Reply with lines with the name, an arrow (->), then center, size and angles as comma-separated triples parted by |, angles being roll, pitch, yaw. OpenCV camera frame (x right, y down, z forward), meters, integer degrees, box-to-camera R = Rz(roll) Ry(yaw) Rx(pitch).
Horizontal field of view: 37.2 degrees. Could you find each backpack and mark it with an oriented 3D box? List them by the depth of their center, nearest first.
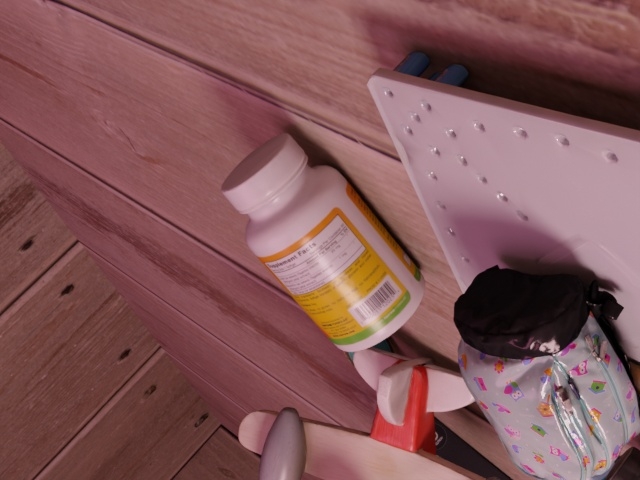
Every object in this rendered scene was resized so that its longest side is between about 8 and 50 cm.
backpack -> 0.198, 0.120, 0.824 | 0.182, 0.115, 0.152 | 60, 161, -20

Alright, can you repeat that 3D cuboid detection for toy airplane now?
toy airplane -> 0.092, 0.345, 1.323 | 0.384, 0.272, 0.386 | 53, 131, 2

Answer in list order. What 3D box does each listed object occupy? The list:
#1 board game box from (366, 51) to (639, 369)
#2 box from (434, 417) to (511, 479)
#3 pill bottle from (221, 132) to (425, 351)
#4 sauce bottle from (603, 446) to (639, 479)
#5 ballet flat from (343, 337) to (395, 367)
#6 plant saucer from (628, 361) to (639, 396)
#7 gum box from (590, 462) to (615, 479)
board game box -> 0.251, 0.029, 0.793 | 0.390, 0.050, 0.390 | 24, 153, 44
box -> 0.231, 0.440, 1.581 | 0.270, 0.143, 0.165 | 38, 159, 16
pill bottle -> 0.000, 0.000, 1.107 | 0.245, 0.136, 0.136 | 50, 160, -19
sauce bottle -> 0.450, 0.352, 0.993 | 0.344, 0.111, 0.111 | 35, 160, 17
ballet flat -> 0.048, 0.126, 1.424 | 0.206, 0.073, 0.067 | 56, -175, -27
plant saucer -> 0.284, 0.139, 0.861 | 0.083, 0.015, 0.083 | 38, 161, 15
gum box -> 0.364, 0.342, 1.176 | 0.184, 0.041, 0.157 | 47, 160, 31
